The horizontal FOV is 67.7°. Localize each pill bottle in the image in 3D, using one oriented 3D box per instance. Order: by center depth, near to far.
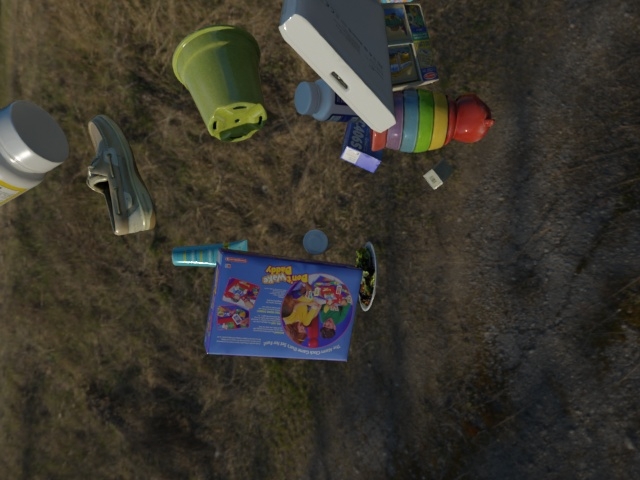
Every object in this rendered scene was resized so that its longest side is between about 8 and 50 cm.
[{"bbox_3d":[-0.487,-0.112,0.700,0.208,0.119,0.119,-25,63,12],"label":"pill bottle"},{"bbox_3d":[0.000,0.000,1.228,0.065,0.116,0.065,1,94,13],"label":"pill bottle"},{"bbox_3d":[0.030,-0.381,1.298,0.112,0.186,0.112,12,104,56],"label":"pill bottle"}]

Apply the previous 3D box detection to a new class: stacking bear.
[{"bbox_3d":[0.270,-0.299,1.170,0.175,0.288,0.165,-56,-33,-85],"label":"stacking bear"}]

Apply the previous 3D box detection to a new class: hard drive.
[{"bbox_3d":[0.032,-0.324,0.699,0.040,0.203,0.308,-28,43,32],"label":"hard drive"}]

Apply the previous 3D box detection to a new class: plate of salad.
[{"bbox_3d":[0.124,0.102,1.371,0.200,0.048,0.200,-175,90,-81],"label":"plate of salad"}]

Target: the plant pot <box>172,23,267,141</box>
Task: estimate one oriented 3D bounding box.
[{"bbox_3d":[-0.282,-0.452,1.446,0.276,0.276,0.254,-41,62,45],"label":"plant pot"}]

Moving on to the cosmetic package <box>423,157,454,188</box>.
[{"bbox_3d":[0.385,-0.218,1.551,0.060,0.115,0.041,52,133,0],"label":"cosmetic package"}]

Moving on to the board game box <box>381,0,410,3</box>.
[{"bbox_3d":[0.299,-1.035,1.907,0.160,0.210,0.047,-26,56,15],"label":"board game box"}]

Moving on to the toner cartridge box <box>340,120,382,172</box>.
[{"bbox_3d":[0.194,-0.461,2.117,0.075,0.165,0.348,124,164,-44],"label":"toner cartridge box"}]

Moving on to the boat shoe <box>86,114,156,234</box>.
[{"bbox_3d":[-0.467,-0.150,1.063,0.302,0.098,0.109,63,145,13],"label":"boat shoe"}]

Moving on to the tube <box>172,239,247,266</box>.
[{"bbox_3d":[-0.302,0.041,1.322,0.052,0.206,0.080,-73,-19,-81],"label":"tube"}]

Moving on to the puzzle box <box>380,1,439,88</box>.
[{"bbox_3d":[0.213,-0.620,1.542,0.052,0.408,0.272,-3,107,53],"label":"puzzle box"}]

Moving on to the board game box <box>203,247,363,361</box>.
[{"bbox_3d":[-0.086,0.158,1.146,0.078,0.346,0.234,-161,80,-69],"label":"board game box"}]
